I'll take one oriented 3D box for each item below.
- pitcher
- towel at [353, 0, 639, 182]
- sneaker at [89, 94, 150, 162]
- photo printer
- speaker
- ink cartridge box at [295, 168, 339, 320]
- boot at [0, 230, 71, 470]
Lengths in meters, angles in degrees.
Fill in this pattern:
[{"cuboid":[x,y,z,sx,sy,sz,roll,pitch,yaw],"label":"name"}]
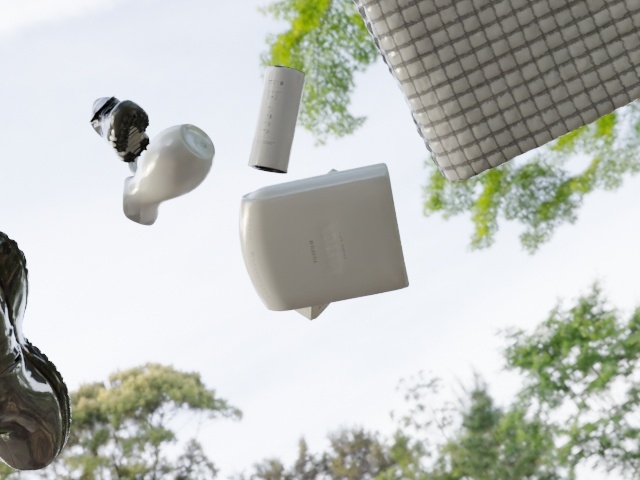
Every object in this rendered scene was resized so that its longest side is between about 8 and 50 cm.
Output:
[{"cuboid":[-0.305,-0.153,1.530,0.126,0.177,0.207,12,-40,-46],"label":"pitcher"},{"cuboid":[0.207,-0.223,0.823,0.284,0.235,0.121,-27,11,5],"label":"towel"},{"cuboid":[-0.343,-0.199,1.309,0.078,0.106,0.234,-45,3,-12],"label":"sneaker"},{"cuboid":[0.000,0.000,1.517,0.308,0.107,0.255,-10,-72,3],"label":"photo printer"},{"cuboid":[-0.058,-0.157,1.035,0.055,0.055,0.136,13,-94,-45],"label":"speaker"},{"cuboid":[0.003,0.014,1.755,0.207,0.117,0.283,-44,-24,-32],"label":"ink cartridge box"},{"cuboid":[-0.340,0.169,0.715,0.118,0.222,0.338,5,-49,7],"label":"boot"}]
